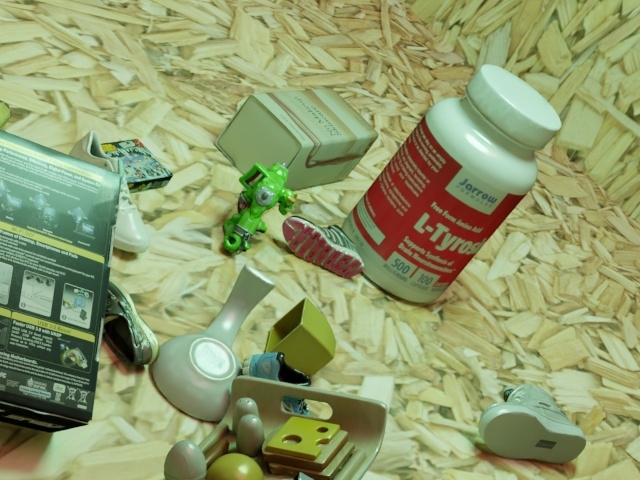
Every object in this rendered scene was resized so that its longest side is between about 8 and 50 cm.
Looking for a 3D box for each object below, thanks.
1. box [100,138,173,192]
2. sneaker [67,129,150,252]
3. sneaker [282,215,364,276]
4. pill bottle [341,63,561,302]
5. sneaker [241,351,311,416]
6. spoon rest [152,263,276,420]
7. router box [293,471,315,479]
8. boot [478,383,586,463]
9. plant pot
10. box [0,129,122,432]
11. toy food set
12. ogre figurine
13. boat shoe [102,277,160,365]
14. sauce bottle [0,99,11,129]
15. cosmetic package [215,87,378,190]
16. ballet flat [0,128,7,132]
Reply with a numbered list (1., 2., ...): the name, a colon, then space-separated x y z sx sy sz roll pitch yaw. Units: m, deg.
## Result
1. box: -0.311 -0.119 2.001 0.094 0.027 0.137 44 27 16
2. sneaker: -0.312 -0.076 1.853 0.080 0.094 0.212 -1 45 -54
3. sneaker: 0.000 0.000 2.158 0.170 0.063 0.074 30 27 -26
4. pill bottle: 0.235 -0.102 2.219 0.229 0.407 0.229 29 27 -16
5. sneaker: -0.040 0.217 1.695 0.162 0.073 0.063 57 24 -26
6. spoon rest: -0.143 0.148 1.740 0.137 0.084 0.276 34 39 -4
7. router box: 0.037 0.414 1.317 0.309 0.243 0.081 31 27 -11
8. boot: 0.327 0.292 2.070 0.258 0.095 0.123 24 22 -42
9. plant pot: -0.022 0.152 1.863 0.083 0.081 0.081 41 24 -15
10. box: -0.419 0.017 1.375 0.395 0.097 0.318 20 64 -38
11. toy food set: -0.071 0.250 1.484 0.220 0.092 0.306 7 22 22
12. ogre figurine: -0.104 -0.060 2.061 0.097 0.118 0.197 43 27 11
13. boat shoe: -0.272 0.103 1.653 0.152 0.056 0.049 46 22 17
14. sauce bottle: -0.493 -0.169 1.838 0.042 0.042 0.128 33 24 -9
15. cosmetic package: -0.038 -0.191 2.345 0.153 0.129 0.296 46 28 15
16. ballet flat: -0.613 -0.201 1.583 0.483 0.182 0.164 28 28 -18
